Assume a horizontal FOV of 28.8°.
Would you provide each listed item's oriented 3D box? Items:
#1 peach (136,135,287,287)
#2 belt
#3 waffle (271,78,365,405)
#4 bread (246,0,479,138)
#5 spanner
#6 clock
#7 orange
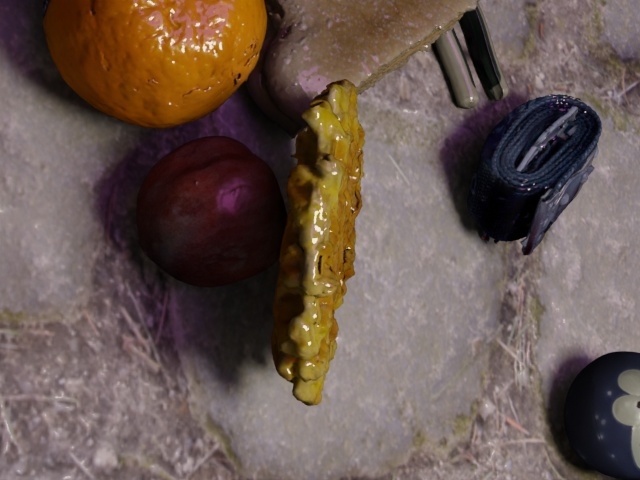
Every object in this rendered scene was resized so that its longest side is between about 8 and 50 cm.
[{"bbox_3d":[-0.116,-0.025,1.239,0.152,0.152,0.152,12,69,-34],"label":"peach"},{"bbox_3d":[0.262,-0.082,1.545,0.122,0.128,0.218,31,48,19],"label":"belt"},{"bbox_3d":[0.000,0.000,1.235,0.068,0.302,0.325,9,87,4],"label":"waffle"},{"bbox_3d":[0.034,-0.263,1.428,0.337,0.102,0.183,-39,96,-33],"label":"bread"},{"bbox_3d":[0.156,-0.325,1.587,0.095,0.040,0.325,-18,88,-40],"label":"spanner"},{"bbox_3d":[0.406,0.242,1.533,0.243,0.146,0.199,39,51,-27],"label":"clock"},{"bbox_3d":[-0.162,-0.220,1.216,0.219,0.193,0.219,2,80,-9],"label":"orange"}]
